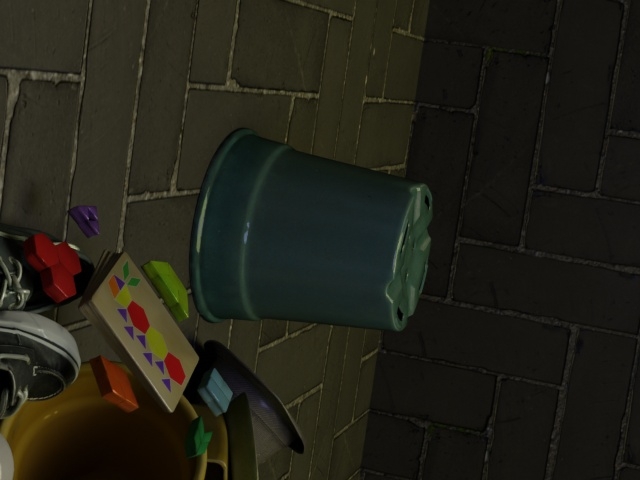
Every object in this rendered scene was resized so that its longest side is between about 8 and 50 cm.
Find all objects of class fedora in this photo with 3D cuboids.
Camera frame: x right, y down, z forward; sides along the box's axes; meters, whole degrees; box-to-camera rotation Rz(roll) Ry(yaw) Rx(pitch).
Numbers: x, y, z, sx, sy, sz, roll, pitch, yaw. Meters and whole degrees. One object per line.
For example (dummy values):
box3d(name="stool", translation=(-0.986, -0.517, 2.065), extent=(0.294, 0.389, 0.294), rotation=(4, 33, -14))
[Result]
box3d(name="fedora", translation=(-0.142, 0.297, 2.162), extent=(0.124, 0.244, 0.275), rotation=(-45, 163, -12))

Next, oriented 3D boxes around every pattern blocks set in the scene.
box3d(name="pattern blocks set", translation=(-0.217, 0.105, 1.532), extent=(0.325, 0.026, 0.285), rotation=(60, 20, -8))

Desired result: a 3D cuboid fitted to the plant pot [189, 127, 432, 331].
box3d(name="plant pot", translation=(0.000, 0.000, 2.175), extent=(0.341, 0.334, 0.341), rotation=(9, 90, -73))

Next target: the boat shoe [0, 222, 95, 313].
box3d(name="boat shoe", translation=(-0.353, 0.030, 1.419), extent=(0.319, 0.099, 0.116), rotation=(8, 92, -74))

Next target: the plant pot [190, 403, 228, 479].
box3d(name="plant pot", translation=(-0.229, 0.346, 1.878), extent=(0.187, 0.212, 0.212), rotation=(-81, 173, -64))

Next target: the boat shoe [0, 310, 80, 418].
box3d(name="boat shoe", translation=(-0.362, 0.141, 1.344), extent=(0.335, 0.121, 0.119), rotation=(25, 35, -60))

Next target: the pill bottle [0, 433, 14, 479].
box3d(name="pill bottle", translation=(-0.411, 0.248, 1.300), extent=(0.229, 0.131, 0.131), rotation=(-6, 105, -74))

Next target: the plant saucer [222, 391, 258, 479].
box3d(name="plant saucer", translation=(-0.124, 0.349, 1.936), extent=(0.241, 0.037, 0.241), rotation=(178, -90, -80))

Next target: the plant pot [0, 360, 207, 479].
box3d(name="plant pot", translation=(-0.279, 0.317, 1.628), extent=(0.239, 0.254, 0.254), rotation=(105, 6, -52))
